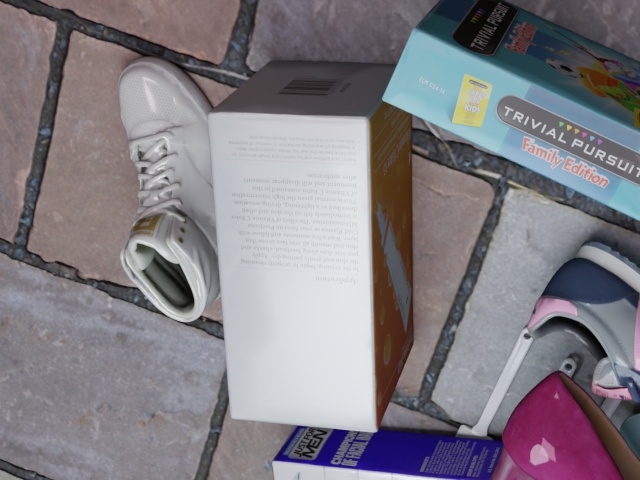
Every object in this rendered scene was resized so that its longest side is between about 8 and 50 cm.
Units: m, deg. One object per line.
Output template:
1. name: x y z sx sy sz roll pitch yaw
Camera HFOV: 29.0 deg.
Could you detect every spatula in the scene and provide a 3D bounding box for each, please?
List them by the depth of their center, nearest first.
1. spatula: 0.258 0.227 1.472 0.168 0.019 0.242 27 117 10

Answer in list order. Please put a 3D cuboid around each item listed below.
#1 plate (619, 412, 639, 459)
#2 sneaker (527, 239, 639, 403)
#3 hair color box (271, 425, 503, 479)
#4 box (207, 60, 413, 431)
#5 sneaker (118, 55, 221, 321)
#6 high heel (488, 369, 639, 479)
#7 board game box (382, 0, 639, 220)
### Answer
1. plate: 0.417 0.254 1.373 0.188 0.024 0.188 27 153 15
2. sneaker: 0.357 0.141 1.285 0.131 0.112 0.319 -44 59 -10
3. hair color box: 0.122 0.335 1.495 0.339 0.110 0.185 2 113 18
4. box: 0.000 0.000 1.340 0.168 0.215 0.345 4 113 14
5. sneaker: -0.171 -0.055 1.395 0.108 0.169 0.292 -16 105 23
6. high heel: 0.366 0.263 1.307 0.377 0.127 0.181 15 117 -14
7. board game box: 0.250 -0.129 1.194 0.336 0.254 0.079 26 115 4
